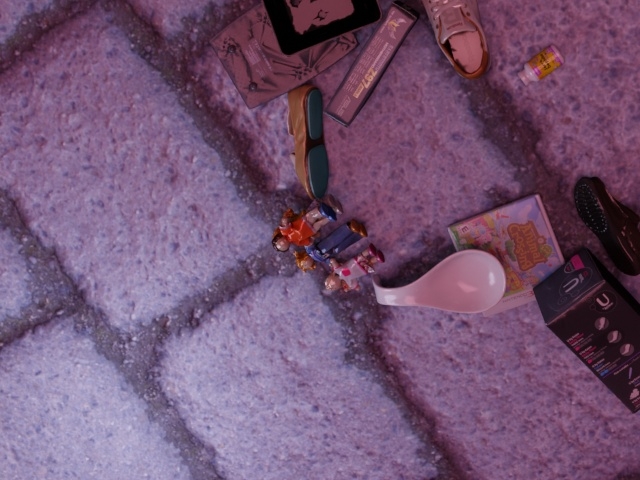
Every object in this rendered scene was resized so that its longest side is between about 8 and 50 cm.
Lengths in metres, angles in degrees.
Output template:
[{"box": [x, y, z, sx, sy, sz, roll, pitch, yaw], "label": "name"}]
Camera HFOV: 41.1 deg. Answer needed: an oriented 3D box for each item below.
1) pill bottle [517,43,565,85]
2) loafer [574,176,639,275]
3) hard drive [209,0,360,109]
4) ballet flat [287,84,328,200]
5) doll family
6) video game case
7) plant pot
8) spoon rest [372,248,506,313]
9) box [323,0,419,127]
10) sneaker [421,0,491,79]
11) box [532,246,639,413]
[{"box": [0.415, -0.328, 1.608, 0.083, 0.043, 0.043, -36, 98, 17], "label": "pill bottle"}, {"box": [0.574, -0.038, 1.664, 0.078, 0.080, 0.220, -35, 99, -16], "label": "loafer"}, {"box": [-0.068, -0.385, 1.661, 0.255, 0.054, 0.172, -28, 101, 15], "label": "hard drive"}, {"box": [-0.028, -0.197, 1.714, 0.073, 0.080, 0.232, 8, 107, 36], "label": "ballet flat"}, {"box": [0.000, 0.000, 1.737, 0.163, 0.118, 0.263, -33, 130, 22], "label": "doll family"}, {"box": [0.386, 0.032, 1.732, 0.193, 0.023, 0.212, -21, 102, 14], "label": "video game case"}, {"box": [-0.009, -0.446, 1.520, 0.188, 0.167, 0.187, -20, 101, 5], "label": "plant pot"}, {"box": [0.237, 0.092, 1.726, 0.277, 0.084, 0.137, -9, 107, 20], "label": "spoon rest"}, {"box": [0.098, -0.331, 1.584, 0.059, 0.183, 0.232, 32, 108, -1], "label": "box"}, {"box": [0.244, -0.433, 1.564, 0.106, 0.123, 0.290, -23, 101, 17], "label": "sneaker"}, {"box": [0.563, 0.173, 1.660, 0.143, 0.165, 0.270, -42, 104, 18], "label": "box"}]
